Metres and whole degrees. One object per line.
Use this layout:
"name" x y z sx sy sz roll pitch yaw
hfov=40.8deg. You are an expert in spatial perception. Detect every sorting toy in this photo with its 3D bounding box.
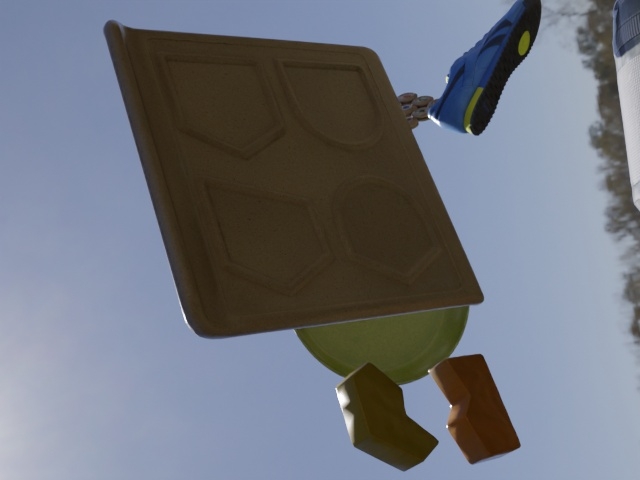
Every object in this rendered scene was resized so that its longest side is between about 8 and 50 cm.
"sorting toy" 0.000 0.000 0.533 0.229 0.041 0.307 -2 -119 -37

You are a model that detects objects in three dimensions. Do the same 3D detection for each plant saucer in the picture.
"plant saucer" 0.065 0.060 1.049 0.037 0.241 0.241 134 133 -66

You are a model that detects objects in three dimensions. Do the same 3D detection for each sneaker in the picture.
"sneaker" 0.207 -0.232 1.095 0.209 0.082 0.069 -59 -35 -8

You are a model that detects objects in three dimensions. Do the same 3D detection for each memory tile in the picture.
"memory tile" 0.125 -0.201 1.378 0.148 0.113 0.012 -32 -57 -27

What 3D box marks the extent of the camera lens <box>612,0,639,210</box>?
"camera lens" 0.417 -0.153 0.865 0.219 0.219 0.274 14 -110 -64
